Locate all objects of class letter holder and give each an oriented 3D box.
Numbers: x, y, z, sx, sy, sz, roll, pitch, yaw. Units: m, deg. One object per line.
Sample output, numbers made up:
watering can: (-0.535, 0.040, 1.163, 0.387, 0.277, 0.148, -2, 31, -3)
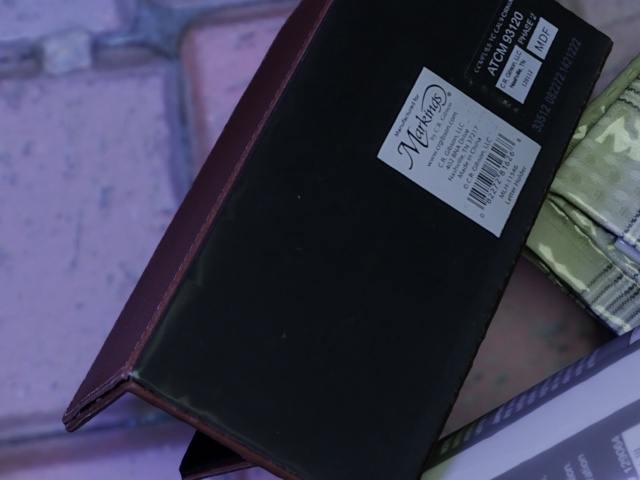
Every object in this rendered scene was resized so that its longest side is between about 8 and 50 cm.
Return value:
letter holder: (0.000, 0.000, 0.787, 0.152, 0.214, 0.302, 32, 68, -11)

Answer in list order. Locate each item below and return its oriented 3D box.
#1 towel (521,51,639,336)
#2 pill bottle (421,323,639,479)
towel: (0.310, -0.022, 0.794, 0.312, 0.056, 0.324, 42, 81, 8)
pill bottle: (0.134, 0.159, 0.705, 0.318, 0.176, 0.176, -34, 78, 24)
